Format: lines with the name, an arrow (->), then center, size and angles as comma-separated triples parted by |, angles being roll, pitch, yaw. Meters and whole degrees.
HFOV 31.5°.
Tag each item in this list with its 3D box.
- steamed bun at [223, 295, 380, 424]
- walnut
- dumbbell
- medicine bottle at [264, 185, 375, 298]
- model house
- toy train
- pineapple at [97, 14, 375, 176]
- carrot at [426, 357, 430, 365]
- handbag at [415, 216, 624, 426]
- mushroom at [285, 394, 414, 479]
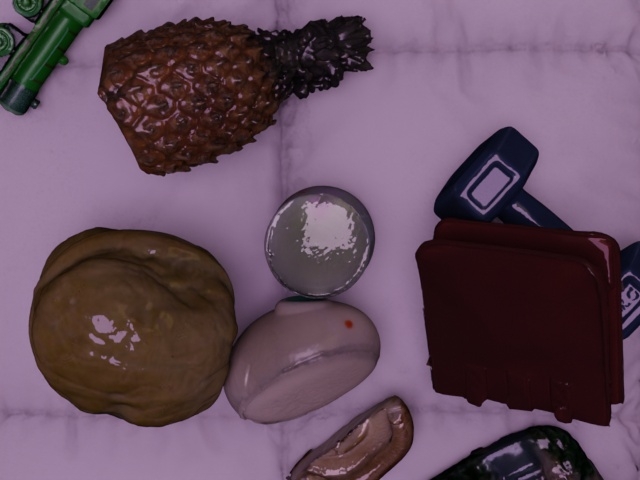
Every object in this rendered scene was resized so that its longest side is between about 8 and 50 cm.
steamed bun -> -0.030, 0.156, 1.571 | 0.228, 0.177, 0.130 | -32, 60, 20
walnut -> -0.250, 0.111, 1.521 | 0.277, 0.282, 0.253 | 22, 131, -14
dumbbell -> 0.312, -0.001, 1.527 | 0.316, 0.156, 0.143 | 41, 69, -1
medicine bottle -> 0.000, 0.000, 1.553 | 0.147, 0.143, 0.147 | 1, 97, 6
model house -> 0.273, 0.433, 1.524 | 0.298, 0.284, 0.243 | -30, 99, 8
toy train -> -0.396, -0.288, 1.585 | 0.119, 0.085, 0.251 | 34, 103, -16
pineapple -> -0.108, -0.225, 1.518 | 0.362, 0.202, 0.202 | -22, 95, -4
carrot -> 0.220, 0.135, 1.607 | 0.165, 0.035, 0.035 | -35, 93, 11
handbag -> 0.259, 0.107, 1.475 | 0.260, 0.084, 0.275 | 5, 125, 27
mushroom -> 0.055, 0.305, 1.624 | 0.210, 0.072, 0.094 | -42, 90, 12
